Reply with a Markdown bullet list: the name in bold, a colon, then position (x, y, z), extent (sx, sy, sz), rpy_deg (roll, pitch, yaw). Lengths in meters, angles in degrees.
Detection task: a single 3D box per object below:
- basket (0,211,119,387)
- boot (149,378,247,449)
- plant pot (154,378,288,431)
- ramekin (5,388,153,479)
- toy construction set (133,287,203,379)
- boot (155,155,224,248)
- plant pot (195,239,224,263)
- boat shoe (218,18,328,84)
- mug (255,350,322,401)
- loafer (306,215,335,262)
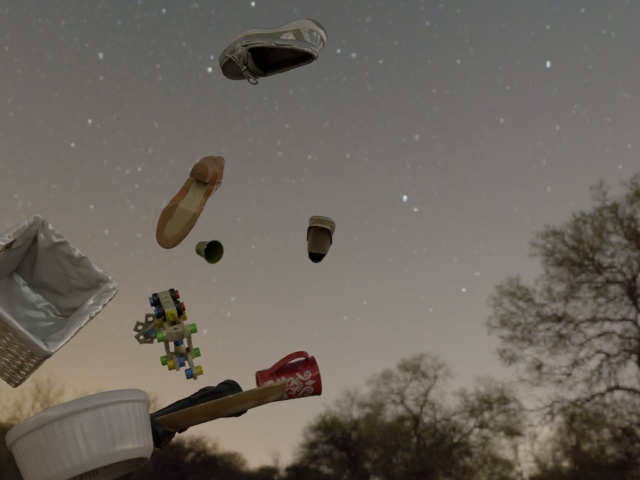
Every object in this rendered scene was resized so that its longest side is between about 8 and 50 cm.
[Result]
- **basket**: position (-0.806, 0.168, 2.090), extent (0.331, 0.328, 0.266), rpy_deg (43, -52, -6)
- **boot**: position (-0.308, 0.422, 1.817), extent (0.207, 0.094, 0.246), rpy_deg (-25, 4, -35)
- **plant pot**: position (-0.165, 0.285, 1.298), extent (0.236, 0.032, 0.236), rpy_deg (-15, -10, -3)
- **ramekin**: position (-0.445, 0.392, 1.448), extent (0.272, 0.127, 0.273), rpy_deg (-20, -19, -7)
- **toy construction set**: position (-0.460, 0.276, 2.315), extent (0.151, 0.215, 0.327), rpy_deg (-21, 24, -29)
- **boot**: position (-0.372, -0.115, 2.255), extent (0.104, 0.295, 0.211), rpy_deg (30, 10, 3)
- **plant pot**: position (-0.386, 0.033, 2.583), extent (0.083, 0.083, 0.079), rpy_deg (23, -8, -43)
- **boat shoe**: position (-0.132, -0.463, 1.906), extent (0.320, 0.103, 0.118), rpy_deg (-6, -40, 30)
- **mug**: position (-0.094, 0.377, 2.118), extent (0.169, 0.150, 0.113), rpy_deg (-10, 10, -13)
- **loafer**: position (0.000, 0.000, 2.737), extent (0.101, 0.092, 0.269), rpy_deg (6, -28, 4)
